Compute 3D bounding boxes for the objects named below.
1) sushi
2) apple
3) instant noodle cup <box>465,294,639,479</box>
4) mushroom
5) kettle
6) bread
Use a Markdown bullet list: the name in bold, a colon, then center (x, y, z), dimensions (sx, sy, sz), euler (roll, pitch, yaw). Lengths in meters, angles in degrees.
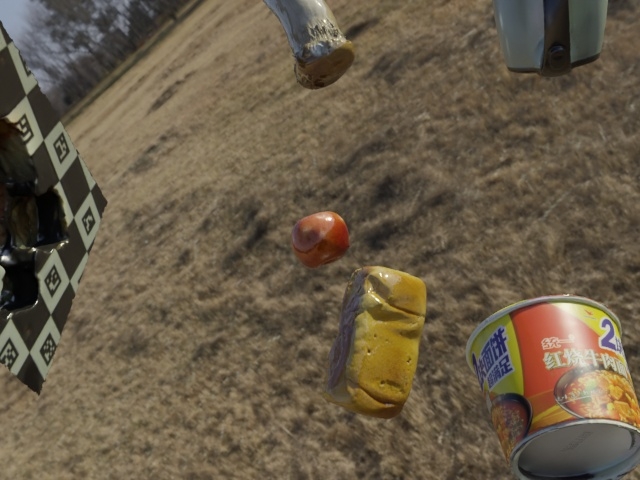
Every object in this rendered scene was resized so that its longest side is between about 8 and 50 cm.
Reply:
- **sushi**: center (-0.388, -0.023, 0.758), dimensions (0.068, 0.339, 0.320), euler (1, 56, 6)
- **apple**: center (0.000, 0.000, 1.671), dimensions (0.163, 0.139, 0.163), euler (-15, -2, -1)
- **instant noodle cup**: center (0.305, 0.201, 0.807), dimensions (0.213, 0.213, 0.174), euler (-30, 37, 24)
- **mushroom**: center (-0.034, -0.271, 0.740), dimensions (0.071, 0.209, 0.084), euler (-27, -14, -12)
- **kettle**: center (0.318, -0.349, 0.879), dimensions (0.161, 0.236, 0.221), euler (-4, 24, 16)
- **bread**: center (0.117, 0.204, 1.279), dimensions (0.132, 0.166, 0.294), euler (-12, 59, 66)
